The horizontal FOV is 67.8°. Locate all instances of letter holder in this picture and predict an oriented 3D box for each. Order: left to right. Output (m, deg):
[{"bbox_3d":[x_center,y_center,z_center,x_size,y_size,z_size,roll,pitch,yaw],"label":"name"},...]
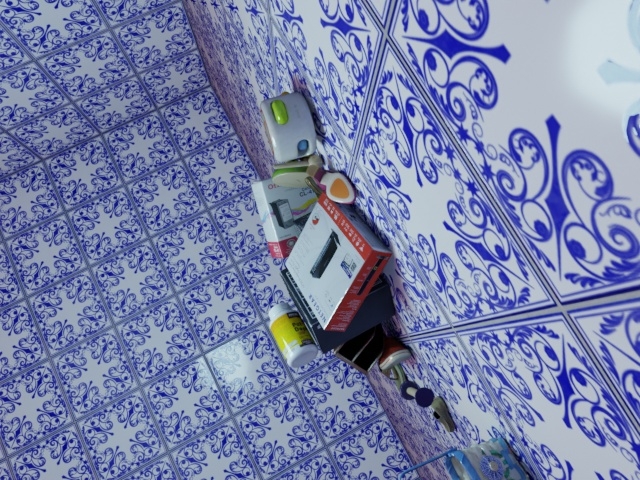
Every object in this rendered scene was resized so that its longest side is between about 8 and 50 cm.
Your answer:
[{"bbox_3d":[0.173,0.334,1.863,0.152,0.214,0.302,34,-166,-6],"label":"letter holder"}]

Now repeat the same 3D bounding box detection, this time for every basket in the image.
[{"bbox_3d":[0.369,0.630,1.167,0.255,0.288,0.201,57,170,30],"label":"basket"}]

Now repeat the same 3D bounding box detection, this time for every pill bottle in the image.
[{"bbox_3d":[-0.101,0.323,1.655,0.215,0.117,0.117,56,169,34],"label":"pill bottle"}]

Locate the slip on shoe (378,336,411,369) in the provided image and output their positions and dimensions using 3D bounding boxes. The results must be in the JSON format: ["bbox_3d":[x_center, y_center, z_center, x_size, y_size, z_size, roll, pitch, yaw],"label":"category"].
[{"bbox_3d":[0.262,0.421,1.812,0.331,0.122,0.101,85,161,-81],"label":"slip on shoe"}]

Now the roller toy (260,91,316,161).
[{"bbox_3d":[-0.092,-0.346,1.450,0.209,0.146,0.191,-121,16,-64],"label":"roller toy"}]

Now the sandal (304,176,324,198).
[{"bbox_3d":[0.009,-0.173,1.679,0.072,0.049,0.180,35,172,46],"label":"sandal"}]

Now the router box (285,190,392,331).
[{"bbox_3d":[0.042,0.059,1.486,0.301,0.082,0.335,-62,38,22],"label":"router box"}]

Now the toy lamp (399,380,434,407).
[{"bbox_3d":[0.360,0.586,1.835,0.080,0.080,0.275,62,172,9],"label":"toy lamp"}]

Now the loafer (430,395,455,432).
[{"bbox_3d":[0.414,0.600,1.632,0.148,0.050,0.056,65,172,-14],"label":"loafer"}]

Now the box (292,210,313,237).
[{"bbox_3d":[0.004,-0.047,1.734,0.158,0.155,0.093,38,153,61],"label":"box"}]

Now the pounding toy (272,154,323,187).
[{"bbox_3d":[-0.081,-0.269,1.675,0.237,0.182,0.110,113,156,-79],"label":"pounding toy"}]

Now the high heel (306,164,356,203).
[{"bbox_3d":[0.056,-0.158,1.469,0.117,0.082,0.244,27,-176,-43],"label":"high heel"}]

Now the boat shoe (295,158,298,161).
[{"bbox_3d":[-0.094,-0.287,2.007,0.045,0.050,0.136,78,173,-73],"label":"boat shoe"}]

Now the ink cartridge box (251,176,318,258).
[{"bbox_3d":[-0.113,-0.107,1.854,0.131,0.226,0.307,8,115,64],"label":"ink cartridge box"}]

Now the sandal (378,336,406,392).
[{"bbox_3d":[0.285,0.526,2.073,0.303,0.086,0.120,64,172,-6],"label":"sandal"}]

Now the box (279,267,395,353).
[{"bbox_3d":[0.057,0.187,1.679,0.294,0.296,0.183,54,168,48],"label":"box"}]
